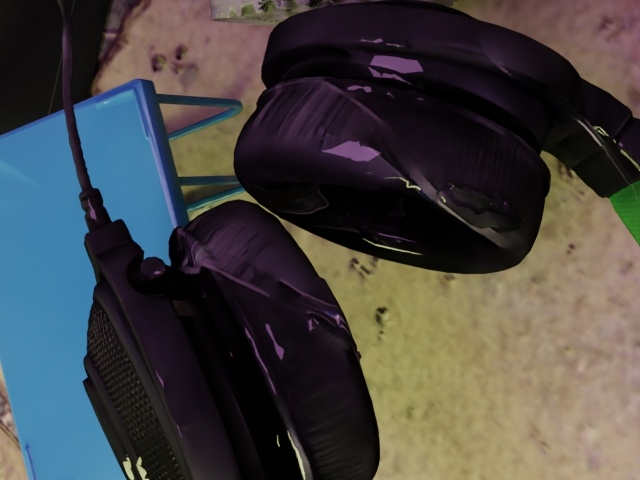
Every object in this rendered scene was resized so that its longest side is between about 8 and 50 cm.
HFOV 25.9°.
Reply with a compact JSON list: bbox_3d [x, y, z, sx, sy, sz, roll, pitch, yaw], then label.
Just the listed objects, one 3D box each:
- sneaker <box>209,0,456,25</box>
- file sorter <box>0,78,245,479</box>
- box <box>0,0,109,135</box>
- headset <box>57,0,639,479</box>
[{"bbox_3d":[0.071,-0.177,0.576,0.293,0.102,0.146,-4,90,29],"label":"sneaker"},{"bbox_3d":[-0.083,0.023,0.672,0.118,0.104,0.170,-18,85,28],"label":"file sorter"},{"bbox_3d":[-0.253,-0.159,0.638,0.178,0.312,0.343,21,102,27],"label":"box"},{"bbox_3d":[0.000,0.000,0.517,0.394,0.185,0.243,38,76,-1],"label":"headset"}]
